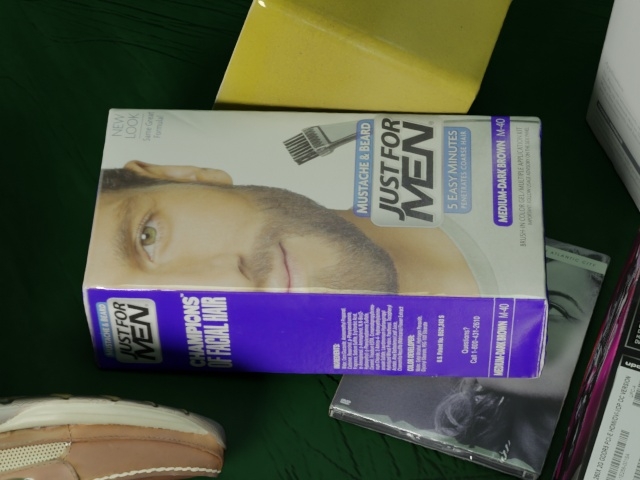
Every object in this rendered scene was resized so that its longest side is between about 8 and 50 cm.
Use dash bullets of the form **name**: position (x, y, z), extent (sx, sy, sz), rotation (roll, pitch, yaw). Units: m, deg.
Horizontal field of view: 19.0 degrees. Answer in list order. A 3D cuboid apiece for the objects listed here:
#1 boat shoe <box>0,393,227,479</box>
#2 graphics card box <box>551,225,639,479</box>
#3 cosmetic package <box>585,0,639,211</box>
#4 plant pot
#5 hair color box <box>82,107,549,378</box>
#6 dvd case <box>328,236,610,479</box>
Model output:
- **boat shoe**: position (-0.226, 0.166, 1.329), extent (0.324, 0.123, 0.116), rotation (0, 84, -15)
- **graphics card box**: position (0.223, 0.123, 1.312), extent (0.094, 0.233, 0.371), rotation (19, 52, 5)
- **cosmetic package**: position (0.358, -0.154, 1.556), extent (0.224, 0.225, 0.138), rotation (-13, 53, -16)
- **plant pot**: position (0.038, -0.161, 1.560), extent (0.187, 0.212, 0.212), rotation (23, 52, -2)
- **hair color box**: position (0.000, 0.000, 1.460), extent (0.339, 0.110, 0.185), rotation (0, 50, 3)
- **dvd case**: position (0.119, 0.072, 1.484), extent (0.164, 0.018, 0.221), rotation (17, 51, 9)
